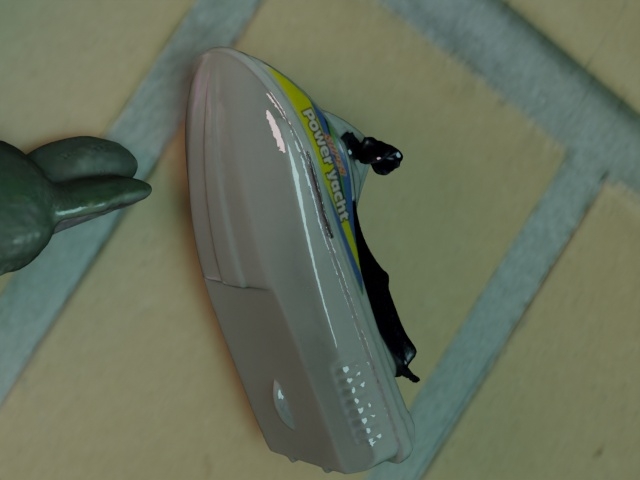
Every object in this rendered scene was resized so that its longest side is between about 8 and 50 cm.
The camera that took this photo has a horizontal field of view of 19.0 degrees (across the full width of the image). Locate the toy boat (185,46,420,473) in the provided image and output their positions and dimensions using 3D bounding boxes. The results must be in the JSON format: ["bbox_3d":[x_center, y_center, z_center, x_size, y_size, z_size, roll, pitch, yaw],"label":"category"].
[{"bbox_3d":[-0.004,0.007,1.189,0.140,0.141,0.269,-11,100,-22],"label":"toy boat"}]

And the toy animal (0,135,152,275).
[{"bbox_3d":[-0.215,-0.016,1.101,0.251,0.125,0.127,5,69,-41],"label":"toy animal"}]
